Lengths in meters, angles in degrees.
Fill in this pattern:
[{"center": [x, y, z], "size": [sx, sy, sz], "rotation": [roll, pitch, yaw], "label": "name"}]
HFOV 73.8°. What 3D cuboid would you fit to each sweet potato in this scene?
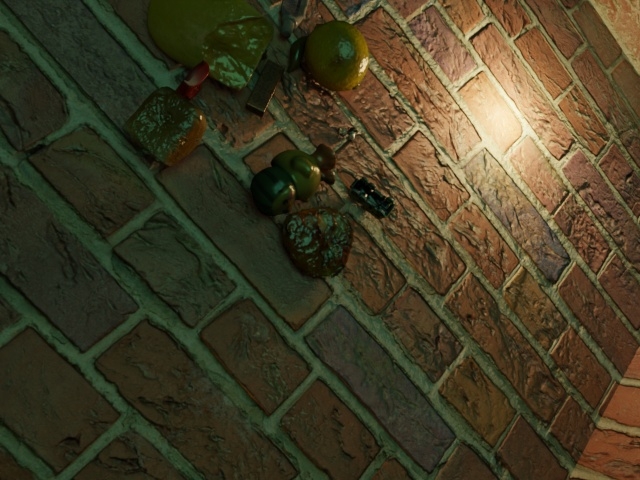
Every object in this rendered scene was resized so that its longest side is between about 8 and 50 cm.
[{"center": [-0.077, -0.792, 1.738], "size": [0.069, 0.059, 0.249], "rotation": [41, 64, -33], "label": "sweet potato"}]

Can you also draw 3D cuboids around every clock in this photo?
[{"center": [-0.446, -0.554, 1.496], "size": [0.061, 0.155, 0.113], "rotation": [42, 69, -21], "label": "clock"}]

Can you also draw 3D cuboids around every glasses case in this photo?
[{"center": [-0.213, -0.588, 1.651], "size": [0.075, 0.049, 0.218], "rotation": [24, 73, -10], "label": "glasses case"}]

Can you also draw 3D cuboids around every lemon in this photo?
[{"center": [0.064, -0.725, 1.681], "size": [0.268, 0.267, 0.267], "rotation": [4, 80, -22], "label": "lemon"}]

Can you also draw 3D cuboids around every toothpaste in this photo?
[{"center": [-0.115, -0.944, 1.748], "size": [0.099, 0.069, 0.282], "rotation": [37, 56, -45], "label": "toothpaste"}]

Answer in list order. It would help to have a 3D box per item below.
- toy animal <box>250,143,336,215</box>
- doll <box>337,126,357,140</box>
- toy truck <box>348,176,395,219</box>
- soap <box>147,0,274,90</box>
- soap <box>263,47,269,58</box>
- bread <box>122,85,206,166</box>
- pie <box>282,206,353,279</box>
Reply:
[{"center": [-0.111, -0.226, 1.565], "size": [0.338, 0.216, 0.191], "rotation": [-36, 69, -20], "label": "toy animal"}, {"center": [0.113, -0.451, 1.770], "size": [0.085, 0.040, 0.058], "rotation": [24, 84, -18], "label": "doll"}, {"center": [0.194, -0.163, 1.716], "size": [0.191, 0.116, 0.085], "rotation": [37, 70, -3], "label": "toy truck"}, {"center": [-0.405, -0.754, 1.511], "size": [0.428, 0.115, 0.306], "rotation": [28, 106, -4], "label": "soap"}, {"center": [-0.317, -0.771, 1.625], "size": [0.233, 0.076, 0.135], "rotation": [48, 69, -10], "label": "soap"}, {"center": [-0.518, -0.366, 1.427], "size": [0.196, 0.176, 0.246], "rotation": [40, 84, -1], "label": "bread"}, {"center": [0.000, 0.000, 1.625], "size": [0.309, 0.085, 0.308], "rotation": [2, 84, -25], "label": "pie"}]
